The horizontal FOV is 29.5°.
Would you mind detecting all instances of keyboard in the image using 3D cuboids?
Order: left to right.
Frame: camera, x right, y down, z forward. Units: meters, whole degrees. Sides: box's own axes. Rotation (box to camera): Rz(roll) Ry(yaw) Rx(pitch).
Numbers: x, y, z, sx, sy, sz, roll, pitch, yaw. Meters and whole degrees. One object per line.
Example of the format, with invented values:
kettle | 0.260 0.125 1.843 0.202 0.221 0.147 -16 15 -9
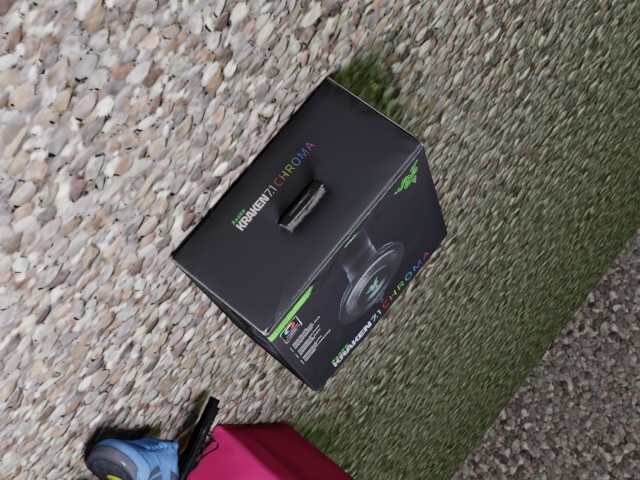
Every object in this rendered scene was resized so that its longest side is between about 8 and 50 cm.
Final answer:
keyboard | -0.152 0.273 1.490 0.100 0.038 0.192 -79 -166 -60

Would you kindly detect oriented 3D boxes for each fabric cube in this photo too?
fabric cube | -0.068 0.424 1.665 0.259 0.258 0.254 -54 159 7

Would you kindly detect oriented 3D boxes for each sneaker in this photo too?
sneaker | -0.203 0.244 1.363 0.082 0.069 0.209 -63 163 -20

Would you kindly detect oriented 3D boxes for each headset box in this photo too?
headset box | 0.000 0.000 1.280 0.246 0.131 0.283 -50 159 -9
